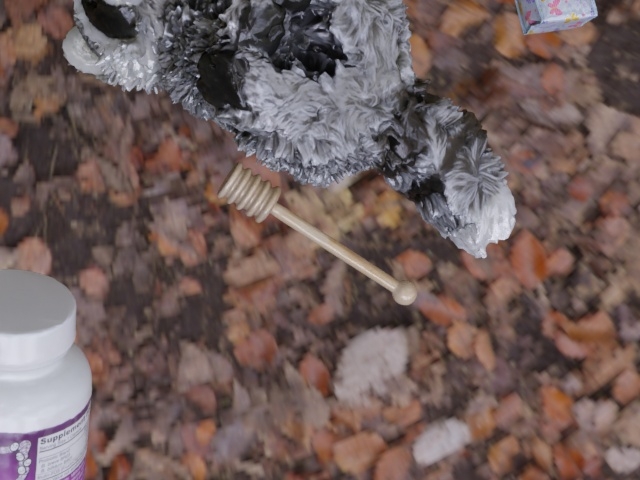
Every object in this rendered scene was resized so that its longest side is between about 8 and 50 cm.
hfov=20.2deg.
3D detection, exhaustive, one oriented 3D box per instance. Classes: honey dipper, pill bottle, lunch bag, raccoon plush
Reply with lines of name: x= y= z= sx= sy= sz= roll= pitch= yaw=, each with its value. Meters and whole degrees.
honey dipper: x=0.000 y=0.000 z=1.276 sx=0.160 sy=0.030 sz=0.030 roll=34 pitch=99 yaw=-9
pill bottle: x=-0.320 y=0.188 z=1.826 sx=0.169 sy=0.169 sz=0.302 roll=3 pitch=119 yaw=-9
lunch bag: x=0.235 y=-0.258 z=1.824 sx=0.071 sy=0.053 sz=0.083 roll=-9 pitch=79 yaw=-23
raccoon plush: x=-0.054 y=-0.127 z=1.690 sx=0.216 sy=0.299 sz=0.446 roll=-48 pitch=122 yaw=-24
